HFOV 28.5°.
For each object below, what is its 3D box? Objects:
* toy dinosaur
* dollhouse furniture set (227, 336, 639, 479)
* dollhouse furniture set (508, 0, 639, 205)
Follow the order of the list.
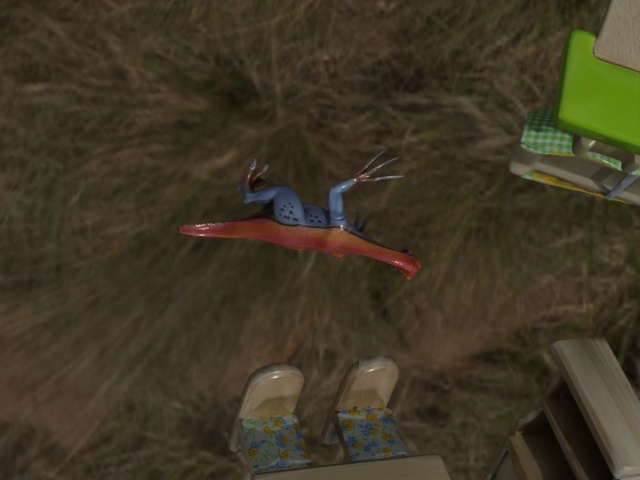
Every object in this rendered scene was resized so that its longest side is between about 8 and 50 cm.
[{"bbox_3d":[0.000,0.000,0.547,0.090,0.082,0.047,-40,144,-12],"label":"toy dinosaur"},{"bbox_3d":[0.081,0.164,0.843,0.242,0.212,0.161,-2,136,-21],"label":"dollhouse furniture set"},{"bbox_3d":[0.255,-0.104,0.876,0.197,0.301,0.151,19,88,6],"label":"dollhouse furniture set"}]
